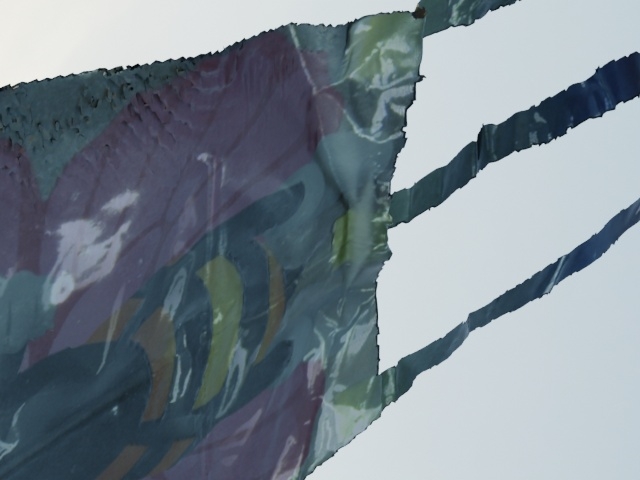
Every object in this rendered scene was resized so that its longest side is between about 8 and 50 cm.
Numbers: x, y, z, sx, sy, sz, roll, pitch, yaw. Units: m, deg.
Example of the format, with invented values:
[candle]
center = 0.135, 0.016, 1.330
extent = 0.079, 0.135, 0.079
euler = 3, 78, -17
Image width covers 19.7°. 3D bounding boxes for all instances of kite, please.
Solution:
[kite]
center = 0.003, 0.002, 0.411
extent = 0.360, 0.022, 0.204
euler = -35, 142, -32
